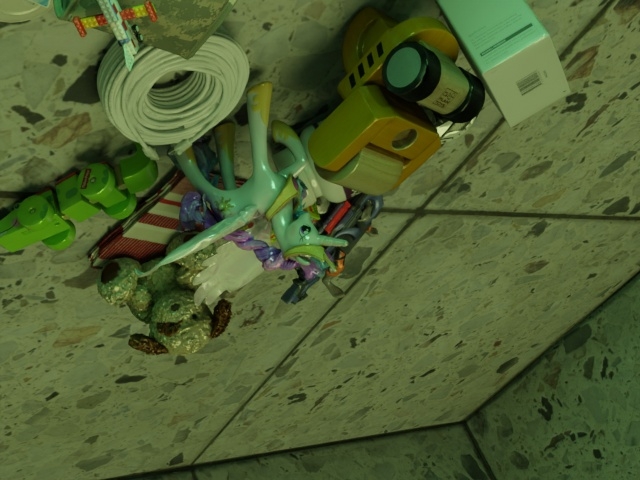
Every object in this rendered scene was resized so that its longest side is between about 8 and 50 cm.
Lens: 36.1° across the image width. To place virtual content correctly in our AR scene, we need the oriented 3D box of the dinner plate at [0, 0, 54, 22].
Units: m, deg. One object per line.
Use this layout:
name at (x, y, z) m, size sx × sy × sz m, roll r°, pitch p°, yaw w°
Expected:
dinner plate at (-0.436, -0.365, 1.416) m, size 0.141 × 0.017 × 0.141 m, roll -20°, pitch 152°, yaw -11°

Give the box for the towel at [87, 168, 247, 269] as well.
towel at (-0.304, -0.033, 2.053) m, size 0.329 × 0.037 × 0.237 m, roll -39°, pitch 151°, yaw 25°

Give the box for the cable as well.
cable at (-0.246, -0.269, 1.656) m, size 0.257 × 0.089 × 0.257 m, roll -32°, pitch 150°, yaw 8°

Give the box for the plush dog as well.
plush dog at (-0.314, 0.140, 2.067) m, size 0.262 × 0.225 × 0.211 m, roll -20°, pitch 154°, yaw -13°

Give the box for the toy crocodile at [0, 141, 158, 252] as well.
toy crocodile at (-0.455, -0.075, 1.807) m, size 0.340 × 0.105 × 0.115 m, roll -26°, pitch 152°, yaw 8°

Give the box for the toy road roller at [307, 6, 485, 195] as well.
toy road roller at (0.112, -0.266, 1.782) m, size 0.202 × 0.241 × 0.329 m, roll 15°, pitch 128°, yaw -48°

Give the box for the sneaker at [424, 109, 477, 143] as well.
sneaker at (0.235, -0.246, 2.095) m, size 0.234 × 0.078 × 0.106 m, roll -31°, pitch 154°, yaw 13°

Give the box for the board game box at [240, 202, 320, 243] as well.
board game box at (-0.093, -0.054, 2.088) m, size 0.181 × 0.092 × 0.043 m, roll -26°, pitch 156°, yaw 28°

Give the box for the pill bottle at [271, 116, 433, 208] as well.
pill bottle at (0.062, -0.178, 1.972) m, size 0.301 × 0.169 × 0.169 m, roll -26°, pitch 151°, yaw -1°

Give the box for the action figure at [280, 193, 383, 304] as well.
action figure at (0.000, 0.000, 2.219) m, size 0.341 × 0.178 × 0.330 m, roll -48°, pitch 149°, yaw -13°

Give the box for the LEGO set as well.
LEGO set at (-0.286, -0.332, 1.243) m, size 0.244 × 0.060 × 0.182 m, roll 23°, pitch 132°, yaw -14°

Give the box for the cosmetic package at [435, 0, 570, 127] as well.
cosmetic package at (0.333, -0.370, 1.819) m, size 0.138 × 0.225 × 0.224 m, roll -30°, pitch 151°, yaw 12°

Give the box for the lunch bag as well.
lunch bag at (-0.212, -0.419, 1.353) m, size 0.235 × 0.169 × 0.287 m, roll 9°, pitch 140°, yaw -45°

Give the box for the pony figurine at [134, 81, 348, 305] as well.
pony figurine at (-0.152, -0.054, 1.786) m, size 0.350 × 0.364 × 0.303 m, roll -25°, pitch 164°, yaw 15°
